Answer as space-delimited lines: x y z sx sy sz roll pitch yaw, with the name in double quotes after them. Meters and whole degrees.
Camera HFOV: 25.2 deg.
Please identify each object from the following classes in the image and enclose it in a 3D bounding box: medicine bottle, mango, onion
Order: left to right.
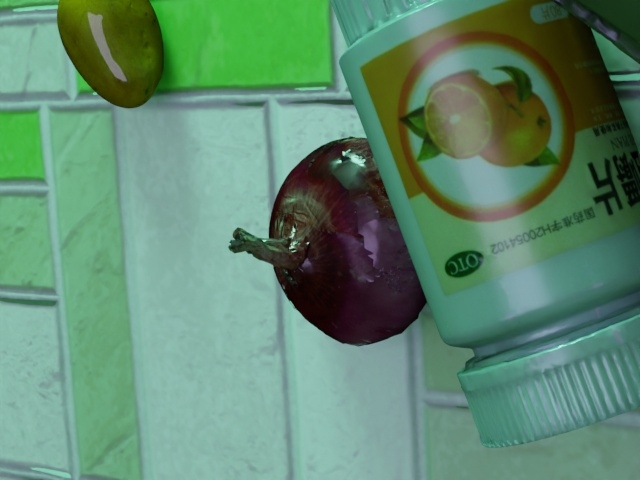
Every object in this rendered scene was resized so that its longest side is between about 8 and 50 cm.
-0.164 -0.157 1.128 0.080 0.060 0.114 -42 79 35 "mango"
0.000 0.000 0.998 0.150 0.140 0.150 -3 86 47 "onion"
0.119 -0.046 0.897 0.158 0.158 0.318 -23 86 35 "medicine bottle"

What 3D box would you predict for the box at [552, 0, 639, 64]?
0.286 -0.185 0.750 0.328 0.177 0.253 40 120 19 "box"
